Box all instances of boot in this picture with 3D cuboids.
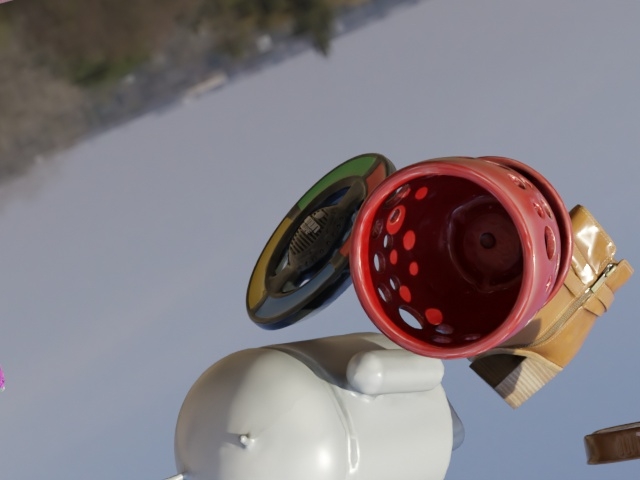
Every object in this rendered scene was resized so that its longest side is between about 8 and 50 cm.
[{"bbox_3d":[0.228,0.048,2.204,0.220,0.283,0.109,-47,-140,-1],"label":"boot"}]

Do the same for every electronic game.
[{"bbox_3d":[0.000,0.000,2.130,0.229,0.048,0.229,-42,-157,22],"label":"electronic game"}]

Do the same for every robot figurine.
[{"bbox_3d":[-0.007,0.200,1.984,0.353,0.200,0.300,-4,145,-52],"label":"robot figurine"}]

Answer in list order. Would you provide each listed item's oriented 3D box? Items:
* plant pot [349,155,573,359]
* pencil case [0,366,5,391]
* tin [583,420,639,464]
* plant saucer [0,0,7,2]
[{"bbox_3d":[0.146,0.011,1.918,0.191,0.191,0.174,-19,177,25],"label":"plant pot"},{"bbox_3d":[-0.374,0.177,2.004,0.152,0.070,0.064,-56,-161,37],"label":"pencil case"},{"bbox_3d":[0.367,0.203,2.063,0.189,0.040,0.106,-12,180,20],"label":"tin"},{"bbox_3d":[-0.393,-0.338,2.074,0.259,0.258,0.048,-12,-138,18],"label":"plant saucer"}]
